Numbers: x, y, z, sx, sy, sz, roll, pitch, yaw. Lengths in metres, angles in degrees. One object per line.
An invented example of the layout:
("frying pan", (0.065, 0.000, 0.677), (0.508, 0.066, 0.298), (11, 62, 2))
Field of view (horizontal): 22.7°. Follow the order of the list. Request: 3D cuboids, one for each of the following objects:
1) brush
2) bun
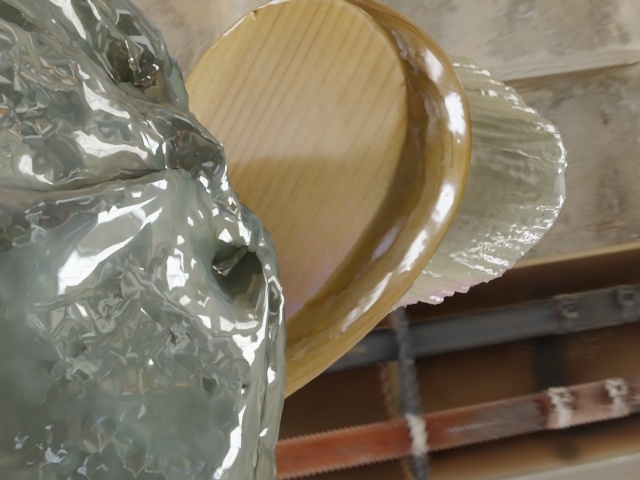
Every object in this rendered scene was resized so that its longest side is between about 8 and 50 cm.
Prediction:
("brush", (0.000, 0.000, 0.892), (0.166, 0.174, 0.267), (24, -80, -54))
("bun", (-0.121, 0.014, 0.675), (0.194, 0.354, 0.354), (-25, -86, -1))
